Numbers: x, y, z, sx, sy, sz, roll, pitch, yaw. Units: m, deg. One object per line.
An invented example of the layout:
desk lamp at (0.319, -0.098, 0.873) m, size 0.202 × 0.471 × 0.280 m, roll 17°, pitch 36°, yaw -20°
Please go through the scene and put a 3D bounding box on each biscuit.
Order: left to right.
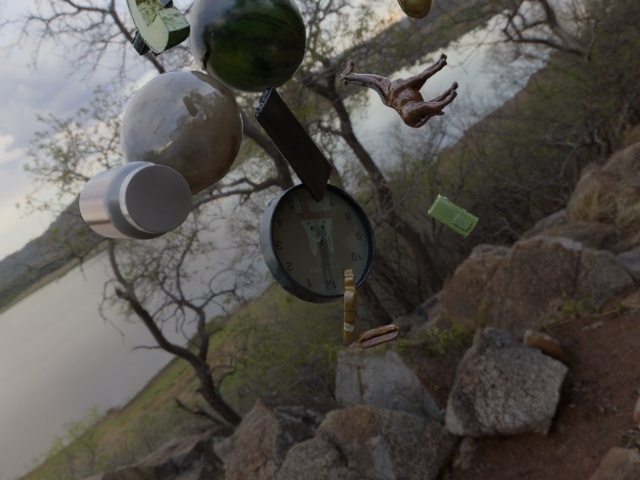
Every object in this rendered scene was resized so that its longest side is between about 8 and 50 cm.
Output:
biscuit at (0.083, 0.169, 1.365) m, size 0.041 × 0.212 × 0.239 m, roll 0°, pitch 45°, yaw 4°

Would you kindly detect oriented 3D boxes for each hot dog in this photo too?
hot dog at (0.154, 0.253, 1.297) m, size 0.122 × 0.049 × 0.037 m, roll -17°, pitch 12°, yaw 6°

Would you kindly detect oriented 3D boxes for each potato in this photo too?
potato at (0.204, -0.584, 1.095) m, size 0.080 × 0.171 × 0.107 m, roll -13°, pitch -12°, yaw 42°

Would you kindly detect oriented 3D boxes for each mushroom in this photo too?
mushroom at (-0.375, -0.288, 1.375) m, size 0.362 × 0.363 × 0.294 m, roll -28°, pitch -19°, yaw 17°

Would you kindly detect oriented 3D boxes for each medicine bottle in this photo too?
medicine bottle at (-0.324, -0.067, 0.845) m, size 0.131 × 0.131 × 0.250 m, roll -38°, pitch 23°, yaw -31°

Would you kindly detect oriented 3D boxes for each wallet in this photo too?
wallet at (-0.074, -0.271, 1.390) m, size 0.044 × 0.321 × 0.171 m, roll -18°, pitch 38°, yaw 31°

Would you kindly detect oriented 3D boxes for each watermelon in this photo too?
watermelon at (-0.213, -0.622, 1.479) m, size 0.363 × 0.363 × 0.363 m, roll -30°, pitch 11°, yaw 7°

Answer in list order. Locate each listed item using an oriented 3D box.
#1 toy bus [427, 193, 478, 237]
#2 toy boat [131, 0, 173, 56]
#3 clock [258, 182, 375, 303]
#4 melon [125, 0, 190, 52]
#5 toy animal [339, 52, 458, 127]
toy bus at (0.482, -0.086, 1.768) m, size 0.088 × 0.175 × 0.101 m, roll -59°, pitch -5°, yaw 14°
toy boat at (-0.564, -0.736, 1.682) m, size 0.246 × 0.103 × 0.093 m, roll -38°, pitch 20°, yaw 40°
clock at (0.000, 0.000, 1.506) m, size 0.386 × 0.386 × 0.076 m, roll -39°, pitch 5°, yaw -33°
melon at (-0.356, -0.484, 1.058) m, size 0.064 × 0.210 × 0.118 m, roll -27°, pitch -16°, yaw -29°
toy animal at (0.160, -0.330, 1.036) m, size 0.229 × 0.224 × 0.066 m, roll -23°, pitch -16°, yaw 29°
